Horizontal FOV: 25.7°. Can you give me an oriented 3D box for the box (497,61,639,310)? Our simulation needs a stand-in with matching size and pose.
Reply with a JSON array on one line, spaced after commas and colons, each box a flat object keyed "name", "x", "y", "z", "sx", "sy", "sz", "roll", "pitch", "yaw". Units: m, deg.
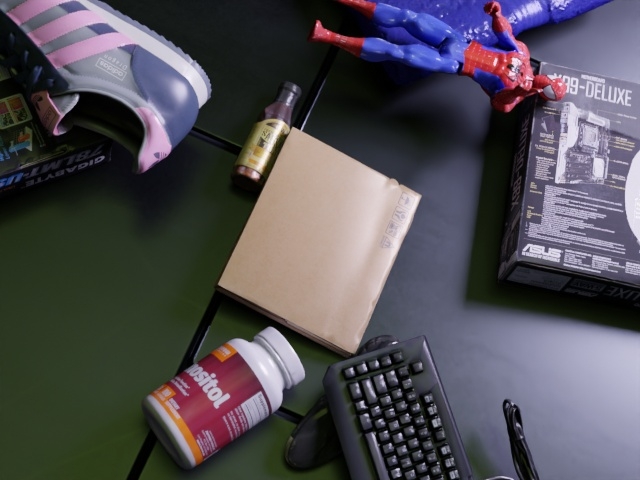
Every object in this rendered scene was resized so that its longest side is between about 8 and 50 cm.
[{"name": "box", "x": 0.363, "y": -0.046, "z": 1.543, "sx": 0.307, "sy": 0.076, "sz": 0.242, "roll": 11, "pitch": 68, "yaw": -4}]

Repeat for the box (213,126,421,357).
[{"name": "box", "x": 0.000, "y": 0.000, "z": 1.491, "sx": 0.164, "sy": 0.021, "sz": 0.201, "roll": 28, "pitch": 68, "yaw": -9}]

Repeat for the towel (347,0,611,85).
[{"name": "towel", "x": 0.170, "y": -0.313, "z": 1.624, "sx": 0.308, "sy": 0.076, "sz": 0.228, "roll": -23, "pitch": 67, "yaw": -15}]

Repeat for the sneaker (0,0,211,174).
[{"name": "sneaker", "x": -0.274, "y": -0.183, "z": 1.416, "sx": 0.319, "sy": 0.112, "sz": 0.131, "roll": 26, "pitch": 61, "yaw": -1}]

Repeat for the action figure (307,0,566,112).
[{"name": "action figure", "x": 0.137, "y": -0.208, "z": 1.467, "sx": 0.280, "sy": 0.139, "sz": 0.091, "roll": 19, "pitch": 78, "yaw": -7}]

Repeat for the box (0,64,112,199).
[{"name": "box", "x": -0.409, "y": -0.173, "z": 1.479, "sx": 0.293, "sy": 0.073, "sz": 0.295, "roll": -22, "pitch": 75, "yaw": -19}]

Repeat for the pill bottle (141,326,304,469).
[{"name": "pill bottle", "x": -0.095, "y": 0.153, "z": 1.402, "sx": 0.152, "sy": 0.086, "sz": 0.086, "roll": -34, "pitch": 77, "yaw": -18}]

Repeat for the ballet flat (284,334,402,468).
[{"name": "ballet flat", "x": 0.027, "y": 0.168, "z": 1.444, "sx": 0.173, "sy": 0.049, "sz": 0.057, "roll": -46, "pitch": 109, "yaw": -15}]

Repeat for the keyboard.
[{"name": "keyboard", "x": 0.139, "y": 0.249, "z": 1.402, "sx": 0.201, "sy": 0.033, "sz": 0.317, "roll": -17, "pitch": 83, "yaw": -13}]

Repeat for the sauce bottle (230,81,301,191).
[{"name": "sauce bottle", "x": -0.057, "y": -0.115, "z": 1.531, "sx": 0.042, "sy": 0.042, "sz": 0.128, "roll": 22, "pitch": 70, "yaw": 1}]
